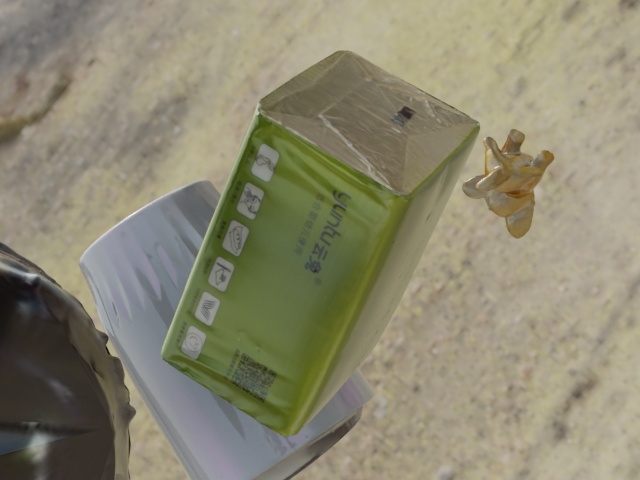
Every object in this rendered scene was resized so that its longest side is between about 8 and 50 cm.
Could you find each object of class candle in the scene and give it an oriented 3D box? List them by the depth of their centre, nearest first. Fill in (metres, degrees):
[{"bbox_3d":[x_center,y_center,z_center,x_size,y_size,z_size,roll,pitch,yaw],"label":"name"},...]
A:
[{"bbox_3d":[-0.239,0.090,0.737,0.221,0.221,0.342,-55,22,-10],"label":"candle"}]

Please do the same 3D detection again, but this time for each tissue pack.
[{"bbox_3d":[0.000,0.000,1.236,0.200,0.167,0.274,-44,-18,-57],"label":"tissue pack"}]

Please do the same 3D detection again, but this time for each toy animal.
[{"bbox_3d":[0.135,-0.037,1.017,0.081,0.060,0.083,-47,-14,-38],"label":"toy animal"}]

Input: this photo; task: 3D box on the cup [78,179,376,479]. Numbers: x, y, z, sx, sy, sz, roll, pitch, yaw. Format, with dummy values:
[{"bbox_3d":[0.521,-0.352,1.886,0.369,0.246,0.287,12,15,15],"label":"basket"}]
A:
[{"bbox_3d":[-0.120,0.128,1.728,0.253,0.371,0.253,-32,-6,-4],"label":"cup"}]
